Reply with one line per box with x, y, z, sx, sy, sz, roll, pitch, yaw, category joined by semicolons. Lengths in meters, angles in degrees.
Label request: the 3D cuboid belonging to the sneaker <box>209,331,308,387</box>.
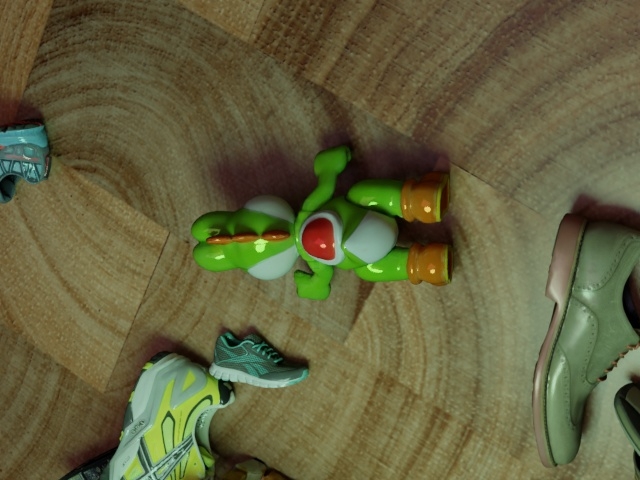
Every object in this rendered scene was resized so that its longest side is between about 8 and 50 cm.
-0.097;0.181;1.692;0.167;0.065;0.076;5;101;22;sneaker

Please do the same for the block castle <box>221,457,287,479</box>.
-0.025;0.536;1.615;0.453;0.303;0.212;25;106;18;block castle

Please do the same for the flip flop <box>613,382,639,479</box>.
0.462;0.316;1.445;0.080;0.112;0.277;-32;94;43;flip flop

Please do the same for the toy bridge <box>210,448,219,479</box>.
-0.213;0.428;1.785;0.063;0.026;0.188;30;86;-5;toy bridge

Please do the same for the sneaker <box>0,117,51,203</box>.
-0.556;-0.115;1.808;0.262;0.104;0.125;-9;101;27;sneaker

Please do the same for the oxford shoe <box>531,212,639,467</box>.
0.352;0.144;1.435;0.130;0.123;0.348;9;108;18;oxford shoe

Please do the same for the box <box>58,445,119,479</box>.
-0.330;0.444;1.859;0.147;0.077;0.180;-29;90;27;box

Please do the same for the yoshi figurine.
0.005;-0.013;1.560;0.362;0.203;0.203;-2;143;12;yoshi figurine

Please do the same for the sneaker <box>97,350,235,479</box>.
-0.252;0.372;1.713;0.147;0.145;0.384;16;87;13;sneaker
